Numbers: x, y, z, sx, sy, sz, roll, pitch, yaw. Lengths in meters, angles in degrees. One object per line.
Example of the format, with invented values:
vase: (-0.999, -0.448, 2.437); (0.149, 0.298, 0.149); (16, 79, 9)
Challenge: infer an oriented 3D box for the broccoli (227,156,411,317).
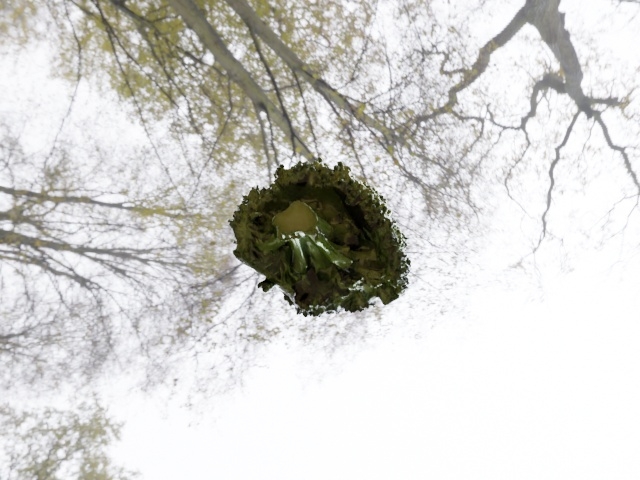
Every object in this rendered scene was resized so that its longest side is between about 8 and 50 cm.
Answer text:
broccoli: (0.002, 0.001, 0.676); (0.197, 0.176, 0.226); (-54, -141, 8)
